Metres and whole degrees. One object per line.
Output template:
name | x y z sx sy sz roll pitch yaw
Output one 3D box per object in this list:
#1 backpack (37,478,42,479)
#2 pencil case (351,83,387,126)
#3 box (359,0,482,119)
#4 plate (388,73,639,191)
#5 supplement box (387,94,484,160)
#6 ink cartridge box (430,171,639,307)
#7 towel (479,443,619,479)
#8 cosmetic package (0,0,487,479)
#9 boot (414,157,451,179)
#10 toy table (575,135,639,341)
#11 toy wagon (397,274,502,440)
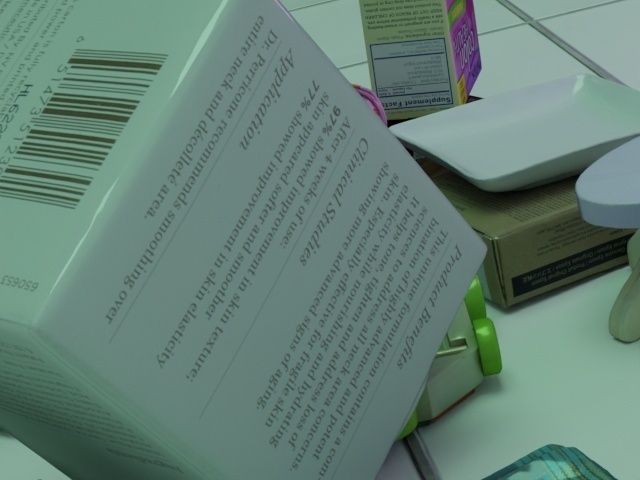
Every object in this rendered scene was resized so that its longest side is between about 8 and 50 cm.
backpack | -0.252 0.276 1.251 0.173 0.158 0.117 -15 35 33
pencil case | -0.005 -0.148 2.171 0.124 0.124 0.284 -18 8 -15
box | 0.133 -0.310 2.190 0.117 0.243 0.213 -3 20 15
plate | 0.252 -0.120 1.879 0.278 0.045 0.277 -16 21 -15
supplement box | 0.134 -0.156 2.236 0.130 0.073 0.239 -21 24 -26
ink cartridge box | 0.219 -0.021 1.820 0.193 0.088 0.235 -20 22 -20
towel | 0.168 0.270 1.181 0.271 0.040 0.370 -20 23 -18
cosmetic package | -0.135 0.018 1.359 0.327 0.393 0.329 8 61 43
boot | 0.056 -0.036 2.001 0.248 0.090 0.207 -22 11 -19
toy table | 0.388 -0.017 1.620 0.274 0.161 0.252 -18 22 -12
toy wagon | 0.040 0.124 1.584 0.267 0.068 0.344 -12 22 2
